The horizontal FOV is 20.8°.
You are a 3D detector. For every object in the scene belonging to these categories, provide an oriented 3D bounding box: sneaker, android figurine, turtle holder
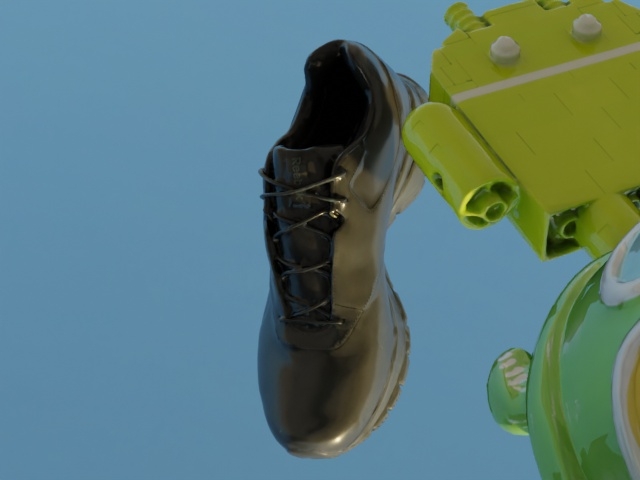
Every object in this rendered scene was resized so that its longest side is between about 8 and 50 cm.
[{"bbox_3d":[0.000,0.000,1.150,0.109,0.130,0.286,-2,-111,23],"label":"sneaker"},{"bbox_3d":[0.175,-0.079,1.122,0.248,0.056,0.273,-16,-133,-16],"label":"android figurine"},{"bbox_3d":[0.217,0.073,0.838,0.320,0.227,0.243,0,-121,-36],"label":"turtle holder"}]
